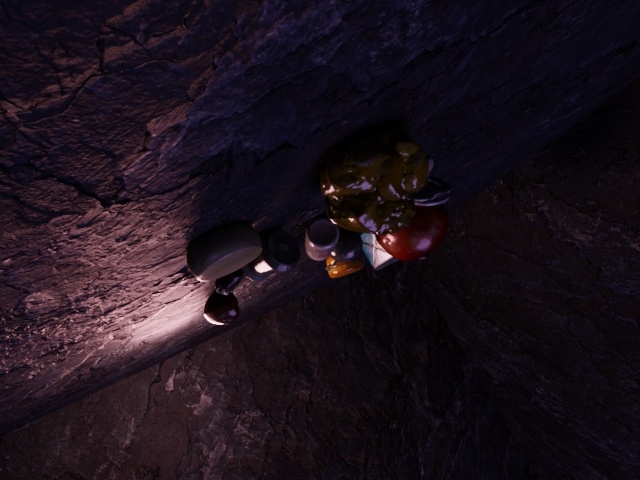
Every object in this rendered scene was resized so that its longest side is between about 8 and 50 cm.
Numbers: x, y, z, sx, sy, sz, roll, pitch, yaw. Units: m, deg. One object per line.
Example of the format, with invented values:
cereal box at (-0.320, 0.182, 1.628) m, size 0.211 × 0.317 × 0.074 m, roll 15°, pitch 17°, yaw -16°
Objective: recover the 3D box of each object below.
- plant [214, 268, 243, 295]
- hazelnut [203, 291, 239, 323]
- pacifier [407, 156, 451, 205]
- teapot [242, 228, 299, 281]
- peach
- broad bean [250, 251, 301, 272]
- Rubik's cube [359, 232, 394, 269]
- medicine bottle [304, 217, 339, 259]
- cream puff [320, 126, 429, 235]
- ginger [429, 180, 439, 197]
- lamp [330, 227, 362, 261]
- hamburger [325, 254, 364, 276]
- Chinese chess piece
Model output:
plant at (-0.395, 0.171, 1.844) m, size 0.143 × 0.092 × 0.094 m, roll -45°, pitch 169°, yaw 29°
hazelnut at (-0.485, 0.338, 2.145) m, size 0.178 × 0.177 × 0.204 m, roll -14°, pitch 153°, yaw -51°
pacifier at (0.447, -0.259, 1.837) m, size 0.279 × 0.228 × 0.207 m, roll -21°, pitch 126°, yaw -33°
teapot at (-0.213, 0.062, 1.677) m, size 0.203 × 0.170 × 0.225 m, roll 20°, pitch 147°, yaw -31°
peach at (0.437, -0.060, 2.093) m, size 0.336 × 0.309 × 0.406 m, roll -20°, pitch -173°, yaw -22°
broad bean at (-0.197, 0.099, 2.080) m, size 0.292 × 0.049 × 0.144 m, roll -20°, pitch 166°, yaw -37°
Rubik's cube at (0.404, 0.001, 2.553) m, size 0.250 × 0.248 × 0.246 m, roll -21°, pitch 165°, yaw -36°
medicine bottle at (0.000, 0.000, 1.898) m, size 0.145 × 0.144 × 0.252 m, roll -26°, pitch 169°, yaw -14°
cream puff at (0.182, -0.156, 1.343) m, size 0.379 × 0.275 × 0.378 m, roll -26°, pitch 165°, yaw -7°
ginger at (0.565, -0.263, 2.233) m, size 0.122 × 0.115 × 0.193 m, roll -46°, pitch 172°, yaw -34°
lamp at (0.098, 0.022, 2.218) m, size 0.182 × 0.181 × 0.314 m, roll -25°, pitch -173°, yaw -17°
hamburger at (0.141, 0.125, 2.663) m, size 0.247 × 0.169 × 0.246 m, roll -15°, pitch 169°, yaw -3°
Chinese chess piece at (-0.317, 0.039, 1.431) m, size 0.251 × 0.101 × 0.250 m, roll -27°, pitch 168°, yaw -6°
